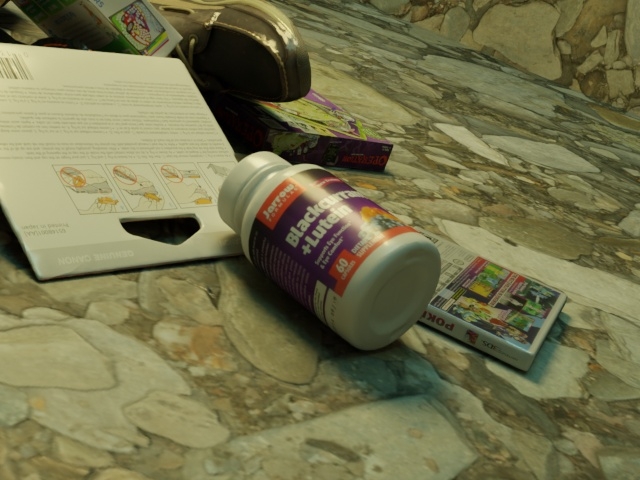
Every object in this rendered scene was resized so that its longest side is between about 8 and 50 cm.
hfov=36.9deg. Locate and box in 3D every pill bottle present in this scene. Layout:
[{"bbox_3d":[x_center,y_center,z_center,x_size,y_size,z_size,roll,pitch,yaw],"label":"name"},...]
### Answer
[{"bbox_3d":[0.000,0.000,0.827,0.108,0.108,0.193,-5,32,-47],"label":"pill bottle"}]

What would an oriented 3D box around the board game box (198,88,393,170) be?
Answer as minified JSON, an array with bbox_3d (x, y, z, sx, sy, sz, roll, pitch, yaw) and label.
[{"bbox_3d":[-0.080,-0.194,1.342,0.208,0.056,0.347,-2,29,-36],"label":"board game box"}]

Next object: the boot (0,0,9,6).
[{"bbox_3d":[-0.512,-0.451,1.372,0.220,0.109,0.283,50,-2,-32],"label":"boot"}]

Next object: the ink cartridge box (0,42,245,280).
[{"bbox_3d":[-0.199,-0.066,0.890,0.296,0.066,0.261,-6,58,-49],"label":"ink cartridge box"}]

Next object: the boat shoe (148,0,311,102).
[{"bbox_3d":[-0.152,-0.234,1.204,0.130,0.132,0.355,-32,38,-28],"label":"boat shoe"}]

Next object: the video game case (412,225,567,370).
[{"bbox_3d":[0.143,0.050,0.955,0.183,0.023,0.201,25,20,16],"label":"video game case"}]

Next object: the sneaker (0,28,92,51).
[{"bbox_3d":[-0.331,-0.181,1.059,0.221,0.083,0.087,17,-16,20],"label":"sneaker"}]

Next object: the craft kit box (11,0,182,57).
[{"bbox_3d":[-0.297,-0.290,1.095,0.246,0.061,0.250,48,-17,-23],"label":"craft kit box"}]
